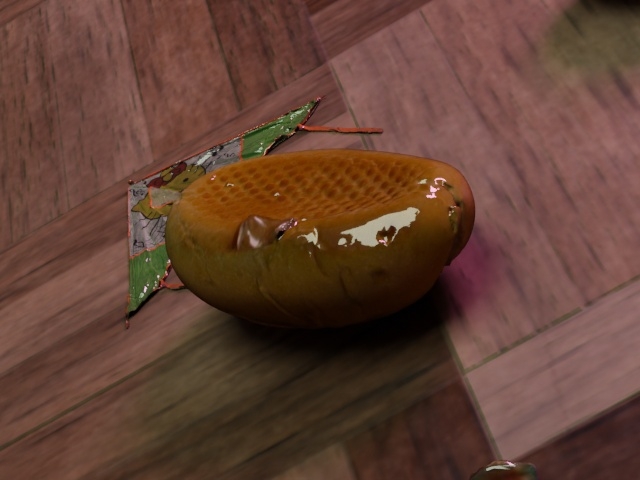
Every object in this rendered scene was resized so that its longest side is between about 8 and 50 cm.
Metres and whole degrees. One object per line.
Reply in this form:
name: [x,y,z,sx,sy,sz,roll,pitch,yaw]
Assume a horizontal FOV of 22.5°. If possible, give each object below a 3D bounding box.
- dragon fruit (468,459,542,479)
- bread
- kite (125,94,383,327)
dragon fruit: [0.028,0.183,0.511,0.126,0.161,0.274,-11,42,27]
bread: [0.000,0.000,0.837,0.189,0.077,0.114,5,32,38]
kite: [-0.044,-0.020,0.957,0.244,0.006,0.198,9,52,45]
